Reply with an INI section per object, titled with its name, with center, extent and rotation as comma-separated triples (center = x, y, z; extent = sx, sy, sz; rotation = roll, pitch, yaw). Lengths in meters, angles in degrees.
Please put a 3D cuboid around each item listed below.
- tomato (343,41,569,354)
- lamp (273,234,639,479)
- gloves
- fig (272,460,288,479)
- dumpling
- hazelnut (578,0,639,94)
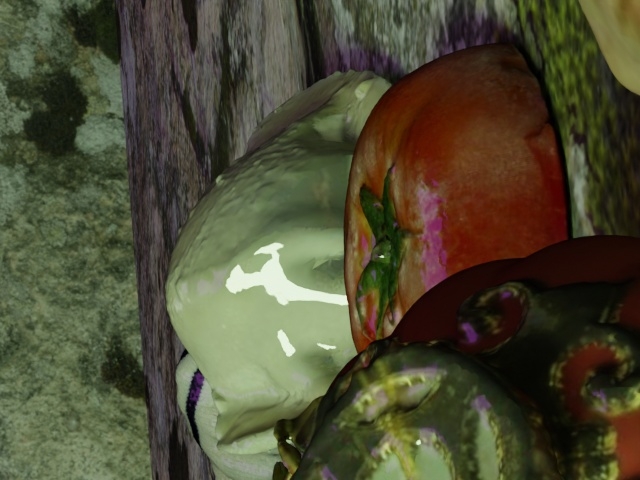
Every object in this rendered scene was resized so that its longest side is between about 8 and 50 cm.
[tomato]
center = 0.066, 0.001, 0.931
extent = 0.225, 0.085, 0.225
rotation = 180, 90, -77
[lamp]
center = 0.089, 0.111, 0.559
extent = 0.227, 0.227, 0.227
rotation = 177, 90, -78
[gloves]
center = -0.061, 0.156, 1.483
extent = 0.140, 0.131, 0.219
rotation = 95, 175, -46
[fig]
center = -0.016, 0.249, 1.345
extent = 0.109, 0.103, 0.155
rotation = -46, 53, 44
[dumpling]
center = -0.004, 0.001, 1.132
extent = 0.227, 0.175, 0.243
rotation = -30, 77, 44
[hazelnut]
center = 0.131, -0.108, 0.384
extent = 0.182, 0.182, 0.182
rotation = 177, 90, -78
